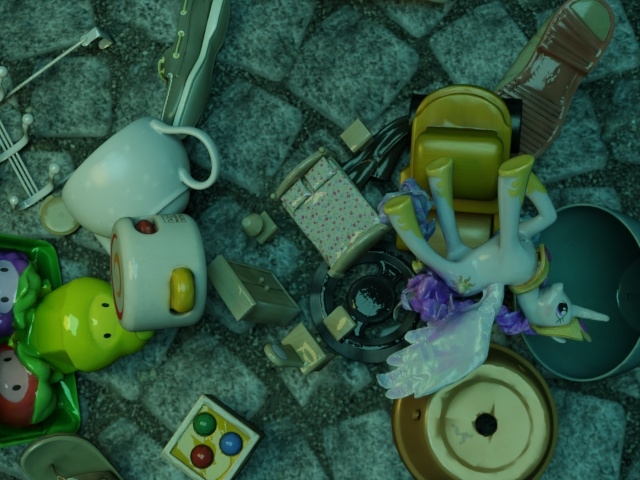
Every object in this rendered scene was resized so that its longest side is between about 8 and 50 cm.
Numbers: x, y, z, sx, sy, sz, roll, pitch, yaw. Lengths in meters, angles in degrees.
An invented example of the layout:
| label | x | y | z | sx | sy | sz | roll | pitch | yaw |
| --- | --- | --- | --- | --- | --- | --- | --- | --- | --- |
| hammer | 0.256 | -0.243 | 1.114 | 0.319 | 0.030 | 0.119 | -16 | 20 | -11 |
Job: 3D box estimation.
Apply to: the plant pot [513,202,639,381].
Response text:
| label | x | y | z | sx | sy | sz | roll | pitch | yaw |
| --- | --- | --- | --- | --- | --- | --- | --- | --- | --- |
| plant pot | 0.500 | 0.089 | 1.477 | 0.195 | 0.290 | 0.290 | 4 | 78 | -31 |

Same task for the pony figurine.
| label | x | y | z | sx | sy | sz | roll | pitch | yaw |
| --- | --- | --- | --- | --- | --- | --- | --- | --- | --- |
| pony figurine | 0.233 | 0.056 | 1.355 | 0.350 | 0.303 | 0.364 | -18 | 119 | 19 |

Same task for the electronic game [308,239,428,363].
| label | x | y | z | sx | sy | sz | roll | pitch | yaw |
| --- | --- | --- | --- | --- | --- | --- | --- | --- | --- |
| electronic game | 0.093 | 0.109 | 1.589 | 0.229 | 0.048 | 0.229 | 0 | 76 | -1 |

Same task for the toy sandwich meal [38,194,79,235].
| label | x | y | z | sx | sy | sz | roll | pitch | yaw |
| --- | --- | --- | --- | --- | --- | --- | --- | --- | --- |
| toy sandwich meal | -0.494 | -0.046 | 1.663 | 0.085 | 0.029 | 0.086 | 2 | 77 | -8 |

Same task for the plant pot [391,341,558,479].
| label | x | y | z | sx | sy | sz | roll | pitch | yaw |
| --- | --- | --- | --- | --- | --- | --- | --- | --- | --- |
| plant pot | 0.268 | 0.307 | 1.466 | 0.290 | 0.203 | 0.291 | 0 | 80 | 2 |

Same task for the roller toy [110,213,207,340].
| label | x | y | z | sx | sy | sz | roll | pitch | yaw |
| --- | --- | --- | --- | --- | --- | --- | --- | --- | --- |
| roller toy | -0.263 | 0.051 | 1.446 | 0.146 | 0.209 | 0.191 | -4 | 68 | -21 |

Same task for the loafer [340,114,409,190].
| label | x | y | z | sx | sy | sz | roll | pitch | yaw |
| --- | --- | --- | --- | --- | --- | --- | --- | --- | --- |
| loafer | 0.108 | -0.145 | 1.624 | 0.220 | 0.080 | 0.078 | -42 | 84 | 5 |

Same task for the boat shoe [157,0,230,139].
| label | x | y | z | sx | sy | sz | roll | pitch | yaw |
| --- | --- | --- | --- | --- | --- | --- | --- | --- | --- |
| boat shoe | -0.254 | -0.337 | 1.661 | 0.091 | 0.109 | 0.305 | 13 | 75 | 6 |

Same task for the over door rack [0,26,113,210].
| label | x | y | z | sx | sy | sz | roll | pitch | yaw |
| --- | --- | --- | --- | --- | --- | --- | --- | --- | --- |
| over door rack | -0.499 | -0.239 | 1.656 | 0.324 | 0.108 | 0.240 | -30 | 81 | -2 |

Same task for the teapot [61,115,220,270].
| label | x | y | z | sx | sy | sz | roll | pitch | yaw |
| --- | --- | --- | --- | --- | --- | --- | --- | --- | --- |
| teapot | -0.316 | -0.088 | 1.560 | 0.252 | 0.256 | 0.187 | -44 | 92 | -17 |

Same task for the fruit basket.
| label | x | y | z | sx | sy | sz | roll | pitch | yaw |
| --- | --- | --- | --- | --- | --- | --- | --- | --- | --- |
| fruit basket | -0.486 | 0.163 | 1.523 | 0.391 | 0.283 | 0.392 | -2 | 83 | 21 |

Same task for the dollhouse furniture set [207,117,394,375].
| label | x | y | z | sx | sy | sz | roll | pitch | yaw |
| --- | --- | --- | --- | --- | --- | --- | --- | --- | --- |
| dollhouse furniture set | 0.000 | 0.000 | 1.485 | 0.355 | 0.173 | 0.303 | -44 | 65 | 14 |

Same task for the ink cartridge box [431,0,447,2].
| label | x | y | z | sx | sy | sz | roll | pitch | yaw |
| --- | --- | --- | --- | --- | --- | --- | --- | --- | --- |
| ink cartridge box | 0.109 | -0.655 | 1.691 | 0.308 | 0.091 | 0.385 | 7 | 63 | -7 |

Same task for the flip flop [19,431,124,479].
| label | x | y | z | sx | sy | sz | roll | pitch | yaw |
| --- | --- | --- | --- | --- | --- | --- | --- | --- | --- |
| flip flop | -0.392 | 0.434 | 1.492 | 0.112 | 0.080 | 0.277 | -41 | 109 | -6 |

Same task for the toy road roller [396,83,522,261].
| label | x | y | z | sx | sy | sz | roll | pitch | yaw |
| --- | --- | --- | --- | --- | --- | --- | --- | --- | --- |
| toy road roller | 0.229 | -0.096 | 1.471 | 0.202 | 0.240 | 0.330 | 5 | 107 | 11 |

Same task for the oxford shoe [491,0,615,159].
| label | x | y | z | sx | sy | sz | roll | pitch | yaw |
| --- | --- | --- | --- | --- | --- | --- | --- | --- | --- |
| oxford shoe | 0.387 | -0.264 | 1.605 | 0.140 | 0.146 | 0.397 | 37 | 102 | -5 |

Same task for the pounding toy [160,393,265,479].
| label | x | y | z | sx | sy | sz | roll | pitch | yaw |
| --- | --- | --- | --- | --- | --- | --- | --- | --- | --- |
| pounding toy | -0.172 | 0.403 | 1.530 | 0.206 | 0.094 | 0.181 | 34 | 84 | 9 |
